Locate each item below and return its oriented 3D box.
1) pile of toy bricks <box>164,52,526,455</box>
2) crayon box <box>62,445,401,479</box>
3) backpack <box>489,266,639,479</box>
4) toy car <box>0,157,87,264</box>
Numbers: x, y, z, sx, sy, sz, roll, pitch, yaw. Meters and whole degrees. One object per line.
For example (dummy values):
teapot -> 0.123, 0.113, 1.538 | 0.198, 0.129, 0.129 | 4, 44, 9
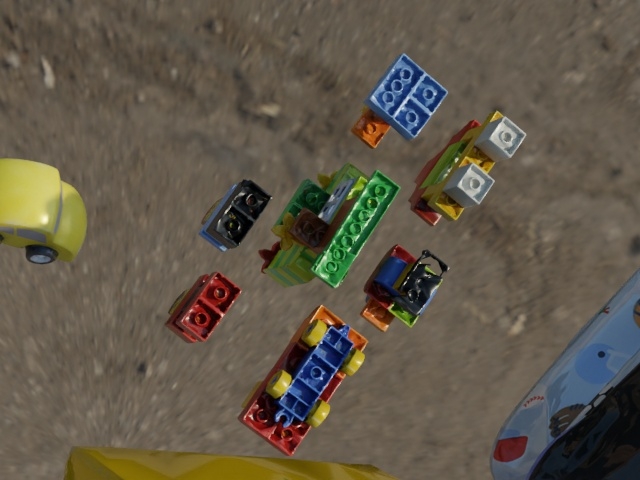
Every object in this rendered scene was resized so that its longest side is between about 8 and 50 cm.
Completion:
pile of toy bricks -> 0.000, 0.000, 0.853 | 0.118, 0.105, 0.212 | 39, 73, -12
crayon box -> 0.024, 0.257, 0.293 | 0.106, 0.313, 0.363 | 9, 96, -33
backpack -> 0.243, 0.148, 0.936 | 0.276, 0.213, 0.263 | -43, 124, -12
toy car -> -0.271, -0.063, 1.066 | 0.239, 0.053, 0.225 | -23, 89, -43
